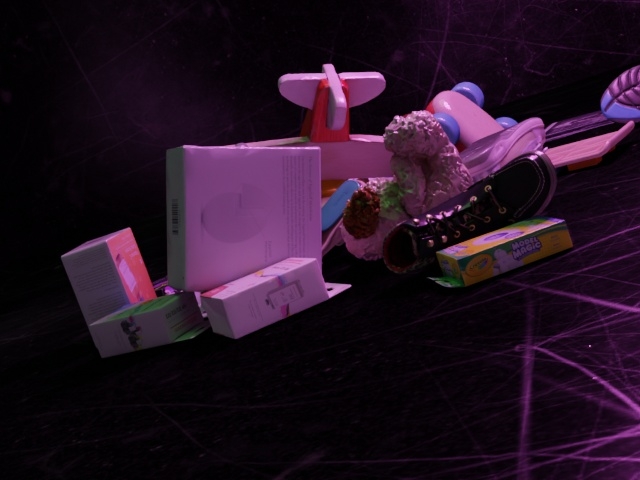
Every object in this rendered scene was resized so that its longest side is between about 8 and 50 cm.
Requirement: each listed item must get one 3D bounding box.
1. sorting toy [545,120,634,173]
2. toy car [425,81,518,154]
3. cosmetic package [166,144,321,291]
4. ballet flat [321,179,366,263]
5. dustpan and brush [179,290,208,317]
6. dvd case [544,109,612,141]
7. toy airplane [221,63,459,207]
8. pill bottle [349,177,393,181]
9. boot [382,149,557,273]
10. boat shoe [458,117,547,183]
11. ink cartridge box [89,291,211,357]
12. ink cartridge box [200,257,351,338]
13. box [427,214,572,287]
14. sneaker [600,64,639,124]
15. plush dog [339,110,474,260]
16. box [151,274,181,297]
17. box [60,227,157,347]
[{"bbox_3d":[0.476,-0.158,2.088,0.208,0.038,0.193,-19,7,34],"label":"sorting toy"},{"bbox_3d":[0.255,-0.159,2.231,0.238,0.210,0.219,-47,2,36],"label":"toy car"},{"bbox_3d":[-0.123,-0.036,1.768,0.224,0.224,0.138,-1,2,-19],"label":"cosmetic package"},{"bbox_3d":[0.000,0.000,1.922,0.248,0.086,0.086,-41,9,1],"label":"ballet flat"},{"bbox_3d":[-0.188,0.079,1.925,0.147,0.060,0.211,-18,9,8],"label":"dustpan and brush"},{"bbox_3d":[0.610,-0.271,2.548,0.221,0.018,0.164,-13,11,29],"label":"dvd case"},{"bbox_3d":[0.015,-0.129,2.032,0.386,0.272,0.384,-26,-36,28],"label":"toy airplane"},{"bbox_3d":[0.111,-0.109,2.351,0.160,0.087,0.087,-24,7,14],"label":"pill bottle"},{"bbox_3d":[0.206,-0.033,1.546,0.178,0.085,0.236,-21,-12,-35],"label":"boot"},{"bbox_3d":[0.329,-0.141,1.975,0.118,0.103,0.320,-21,7,30],"label":"boat shoe"},{"bbox_3d":[-0.260,0.128,1.765,0.181,0.062,0.104,-14,10,27],"label":"ink cartridge box"},{"bbox_3d":[-0.066,0.076,1.656,0.198,0.067,0.115,-22,9,-21],"label":"ink cartridge box"},{"bbox_3d":[0.232,0.016,1.479,0.179,0.043,0.105,-22,8,-8],"label":"box"},{"bbox_3d":[0.740,-0.316,2.343,0.341,0.125,0.140,-23,-18,-10],"label":"sneaker"},{"bbox_3d":[0.136,-0.049,1.786,0.225,0.210,0.262,-33,-19,-3],"label":"plush dog"},{"bbox_3d":[-0.292,0.086,2.216,0.116,0.029,0.162,-11,10,42],"label":"box"},{"bbox_3d":[-0.357,0.079,1.919,0.091,0.170,0.130,-19,8,11],"label":"box"}]
